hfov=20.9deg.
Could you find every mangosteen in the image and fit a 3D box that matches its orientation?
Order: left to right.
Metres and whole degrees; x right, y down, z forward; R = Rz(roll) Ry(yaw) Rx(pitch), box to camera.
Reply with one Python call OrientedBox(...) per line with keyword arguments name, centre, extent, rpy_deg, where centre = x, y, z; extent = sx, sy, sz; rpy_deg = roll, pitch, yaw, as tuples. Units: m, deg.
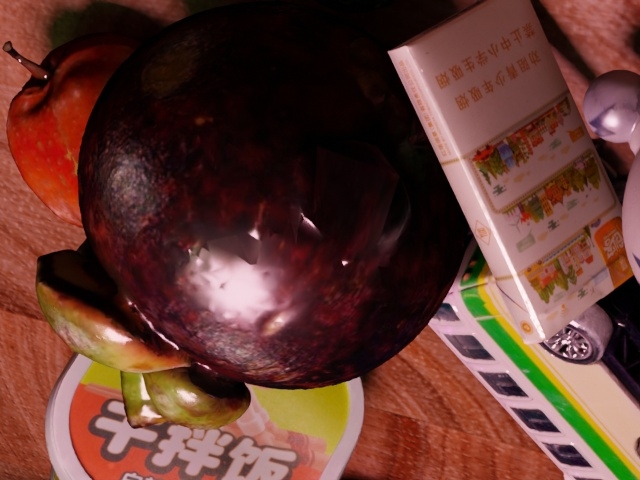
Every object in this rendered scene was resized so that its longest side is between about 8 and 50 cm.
OrientedBox(name="mangosteen", centre=(-0.042, -0.019, 1.245), extent=(0.311, 0.311, 0.311), rpy_deg=(19, 144, 15))

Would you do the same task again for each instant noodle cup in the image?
OrientedBox(name="instant noodle cup", centre=(-0.137, 0.209, 1.679), extent=(0.294, 0.294, 0.308), rpy_deg=(31, 152, -3))

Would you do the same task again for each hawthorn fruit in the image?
OrientedBox(name="hawthorn fruit", centre=(-0.181, -0.097, 1.396), extent=(0.157, 0.157, 0.194), rpy_deg=(-17, 128, 46))

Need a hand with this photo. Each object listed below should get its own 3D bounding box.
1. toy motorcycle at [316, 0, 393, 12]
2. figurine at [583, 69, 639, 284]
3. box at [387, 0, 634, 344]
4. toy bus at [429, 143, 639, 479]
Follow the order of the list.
OrientedBox(name="toy motorcycle", centre=(-0.033, -0.240, 1.142), extent=(0.270, 0.106, 0.159), rpy_deg=(30, 153, -27))
OrientedBox(name="figurine", centre=(0.275, -0.064, 1.087), extent=(0.261, 0.186, 0.382), rpy_deg=(38, 160, 36))
OrientedBox(name="box", centre=(0.138, -0.054, 1.186), extent=(0.032, 0.122, 0.220), rpy_deg=(-15, 104, 53))
OrientedBox(name="toy bus", centre=(0.220, 0.090, 1.355), extent=(0.179, 0.143, 0.305), rpy_deg=(-14, 127, 48))
